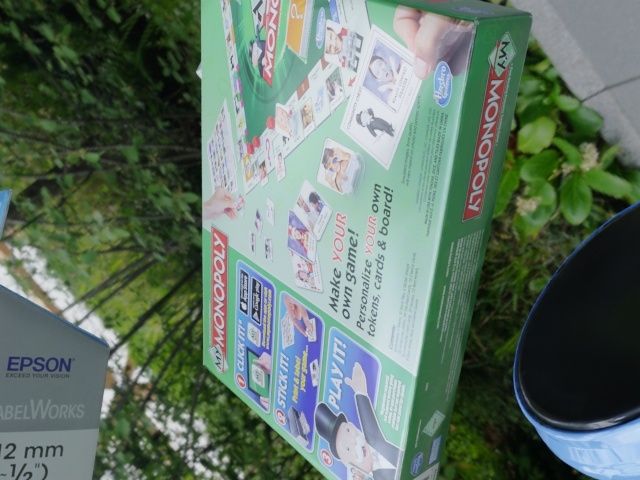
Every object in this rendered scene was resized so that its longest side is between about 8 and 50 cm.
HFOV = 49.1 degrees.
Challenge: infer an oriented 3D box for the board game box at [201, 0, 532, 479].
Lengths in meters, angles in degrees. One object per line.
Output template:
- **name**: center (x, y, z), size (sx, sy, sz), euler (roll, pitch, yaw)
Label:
- **board game box**: center (0.000, 0.000, 0.440), size (0.213, 0.046, 0.317), euler (32, 129, 40)

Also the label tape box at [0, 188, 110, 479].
- **label tape box**: center (-0.290, 0.137, 0.636), size (0.115, 0.347, 0.249), euler (12, 174, -37)

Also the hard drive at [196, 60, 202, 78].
- **hard drive**: center (-0.031, -0.188, 0.862), size (0.203, 0.040, 0.307), euler (26, 177, -20)

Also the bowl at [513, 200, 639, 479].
- **bowl**: center (0.384, 0.090, 0.825), size (0.077, 0.391, 0.391), euler (37, 167, -11)
